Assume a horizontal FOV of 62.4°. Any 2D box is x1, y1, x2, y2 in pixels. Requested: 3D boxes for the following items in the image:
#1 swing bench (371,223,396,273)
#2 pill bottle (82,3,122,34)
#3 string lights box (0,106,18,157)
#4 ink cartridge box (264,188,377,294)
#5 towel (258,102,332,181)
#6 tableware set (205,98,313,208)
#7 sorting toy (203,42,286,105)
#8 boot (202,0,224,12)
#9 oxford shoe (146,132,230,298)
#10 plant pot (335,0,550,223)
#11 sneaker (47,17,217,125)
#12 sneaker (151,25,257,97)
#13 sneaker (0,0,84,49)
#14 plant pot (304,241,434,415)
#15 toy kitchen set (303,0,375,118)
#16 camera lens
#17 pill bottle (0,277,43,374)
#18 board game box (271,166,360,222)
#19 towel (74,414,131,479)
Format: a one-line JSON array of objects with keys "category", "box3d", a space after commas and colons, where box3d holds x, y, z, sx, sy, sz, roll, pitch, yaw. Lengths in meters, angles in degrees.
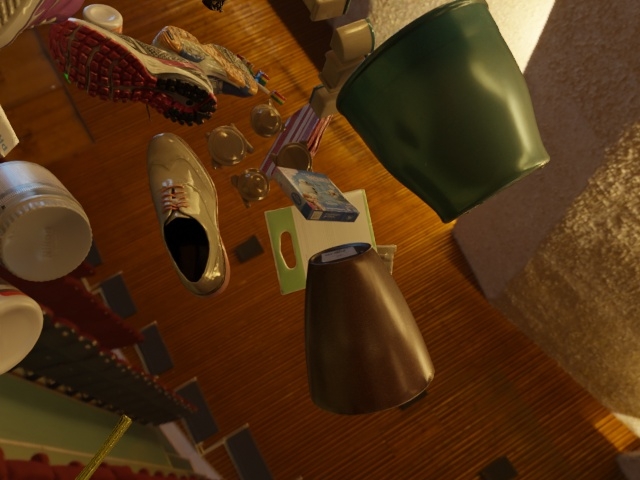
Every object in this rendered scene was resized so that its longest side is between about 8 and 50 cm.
[{"category": "swing bench", "box3d": [0.097, 0.098, 1.531, 0.255, 0.165, 0.253, -120, -148, -69]}, {"category": "pill bottle", "box3d": [-0.518, -0.469, 1.254, 0.086, 0.086, 0.152, 57, -36, 23]}, {"category": "string lights box", "box3d": [-0.730, -0.206, 0.984, 0.077, 0.259, 0.133, -97, 178, -56]}, {"category": "ink cartridge box", "box3d": [0.000, 0.000, 1.079, 0.056, 0.235, 0.171, 0, -77, 64]}, {"category": "towel", "box3d": [-0.060, -0.249, 1.312, 0.037, 0.237, 0.329, 34, -17, -20]}, {"category": "tableware set", "box3d": [-0.097, -0.141, 0.860, 0.141, 0.168, 0.020, 61, -23, -13]}, {"category": "sorting toy", "box3d": [-0.220, -0.515, 1.591, 0.274, 0.046, 0.132, 30, 14, -34]}, {"category": "boot", "box3d": [-0.129, -0.493, 0.907, 0.263, 0.229, 0.091, 42, 31, 1]}, {"category": "oxford shoe", "box3d": [-0.294, -0.073, 1.151, 0.146, 0.140, 0.397, 89, -22, -78]}, {"category": "plant pot", "box3d": [0.205, -0.177, 0.816, 0.255, 0.271, 0.271, 58, -12, 6]}, {"category": "sneaker", "box3d": [-0.335, -0.309, 0.961, 0.299, 0.121, 0.112, 20, 40, -40]}, {"category": "sneaker", "box3d": [-0.282, -0.393, 1.247, 0.296, 0.131, 0.112, 12, 47, -51]}, {"category": "sneaker", "box3d": [-0.394, -0.288, 0.673, 0.102, 0.282, 0.161, 44, -16, -10]}, {"category": "plant pot", "box3d": [0.058, 0.128, 0.876, 0.215, 0.215, 0.230, -156, -131, -72]}, {"category": "toy kitchen set", "box3d": [0.028, -0.356, 0.943, 0.166, 0.122, 0.207, 59, -22, 11]}, {"category": "camera lens", "box3d": [-0.703, -0.053, 1.279, 0.274, 0.219, 0.219, 35, -26, 38]}, {"category": "pill bottle", "box3d": [-0.847, 0.145, 1.217, 0.363, 0.210, 0.210, 27, -24, 18]}, {"category": "board game box", "box3d": [-0.006, -0.060, 0.694, 0.090, 0.090, 0.020, 50, -58, 32]}, {"category": "towel", "box3d": [-0.423, 0.420, 0.941, 0.021, 0.237, 0.102, 37, -29, -3]}]
